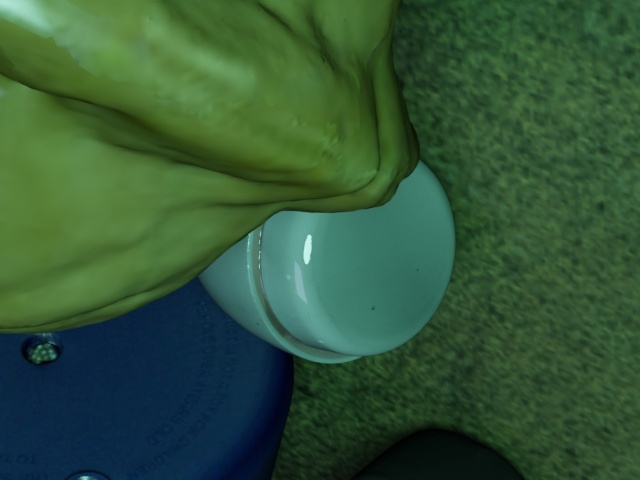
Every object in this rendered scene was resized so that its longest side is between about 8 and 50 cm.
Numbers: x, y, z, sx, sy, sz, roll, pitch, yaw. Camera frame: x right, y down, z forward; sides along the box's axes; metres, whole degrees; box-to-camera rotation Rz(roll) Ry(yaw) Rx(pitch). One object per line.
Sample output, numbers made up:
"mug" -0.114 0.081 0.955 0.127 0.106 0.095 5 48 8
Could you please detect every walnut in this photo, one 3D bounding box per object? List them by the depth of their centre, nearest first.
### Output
"walnut" -0.141 -0.147 0.748 0.383 0.383 0.384 27 141 25

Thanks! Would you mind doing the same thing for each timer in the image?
"timer" -0.152 0.189 1.132 0.270 0.270 0.384 28 140 25

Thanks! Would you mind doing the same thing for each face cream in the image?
"face cream" 0.000 0.000 0.929 0.104 0.117 0.117 11 132 50

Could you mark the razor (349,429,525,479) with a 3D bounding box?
"razor" -0.030 0.248 1.014 0.113 0.349 0.204 43 148 24
